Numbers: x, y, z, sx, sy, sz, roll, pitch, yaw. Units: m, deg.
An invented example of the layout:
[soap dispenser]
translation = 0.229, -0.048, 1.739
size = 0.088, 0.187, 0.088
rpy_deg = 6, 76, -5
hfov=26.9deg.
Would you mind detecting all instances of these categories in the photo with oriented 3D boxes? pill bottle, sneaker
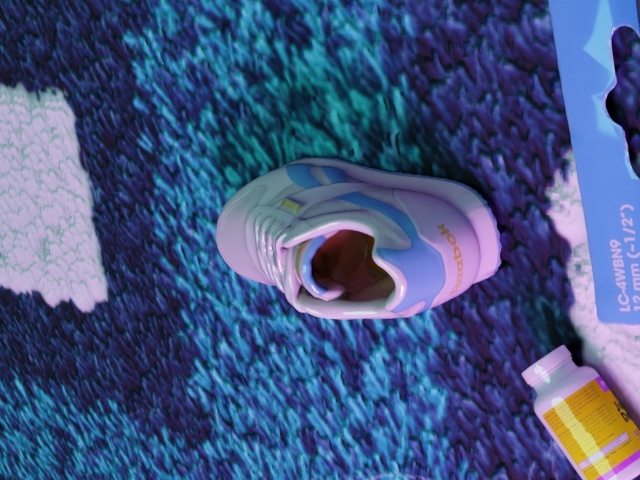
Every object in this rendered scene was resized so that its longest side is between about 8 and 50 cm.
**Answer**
[pill bottle]
translation = 0.152, 0.102, 0.767
size = 0.083, 0.043, 0.043
rpy_deg = 55, 139, 12
[sneaker]
translation = 0.000, 0.000, 0.847
size = 0.228, 0.092, 0.087
rpy_deg = 2, 111, 48

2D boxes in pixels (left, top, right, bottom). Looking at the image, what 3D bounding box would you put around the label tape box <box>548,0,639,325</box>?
[label tape box]
translation = 0.219, -0.053, 0.564
size = 0.347, 0.115, 0.249
rpy_deg = 2, 107, 45
